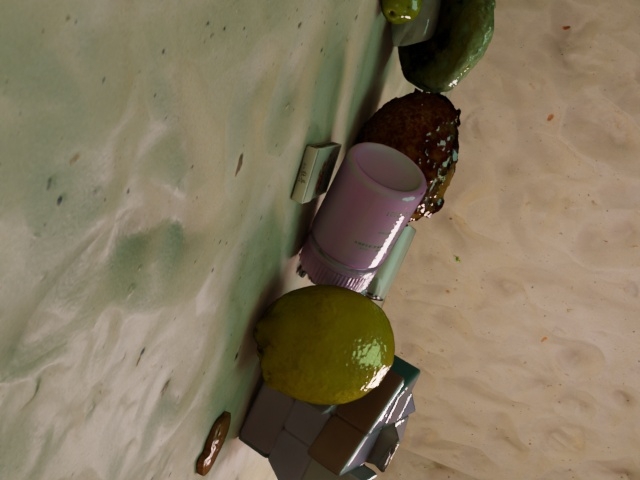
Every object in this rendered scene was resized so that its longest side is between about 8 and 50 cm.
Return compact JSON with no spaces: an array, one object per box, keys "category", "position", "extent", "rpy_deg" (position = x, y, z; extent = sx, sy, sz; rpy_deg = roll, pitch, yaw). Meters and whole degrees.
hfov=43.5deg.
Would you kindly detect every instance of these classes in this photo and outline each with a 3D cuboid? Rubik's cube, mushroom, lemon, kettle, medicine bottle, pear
[{"category":"Rubik's cube","position":[0.033,0.396,1.861],"extent":[0.387,0.358,0.367],"rpy_deg":[2,116,-65]},{"category":"mushroom","position":[0.219,-0.562,1.755],"extent":[0.118,0.103,0.270],"rpy_deg":[-45,145,-61]},{"category":"lemon","position":[0.005,0.209,1.618],"extent":[0.245,0.320,0.245],"rpy_deg":[-29,-126,52]},{"category":"kettle","position":[0.164,0.051,2.472],"extent":[0.255,0.165,0.240],"rpy_deg":[-69,-162,-2]},{"category":"medicine bottle","position":[0.084,-0.043,1.672],"extent":[0.290,0.178,0.178],"rpy_deg":[-64,175,38]},{"category":"pear","position":[0.169,-0.491,1.640],"extent":[0.092,0.092,0.096],"rpy_deg":[87,26,-65]}]

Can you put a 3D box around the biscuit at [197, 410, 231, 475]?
[{"category":"biscuit","position":[-0.207,0.400,1.580],"extent":[0.102,0.019,0.130],"rpy_deg":[90,22,-65]}]

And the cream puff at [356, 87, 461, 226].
[{"category":"cream puff","position":[0.195,-0.199,1.919],"extent":[0.350,0.229,0.350],"rpy_deg":[-172,-90,-80]}]

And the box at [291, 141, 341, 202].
[{"category":"box","position":[-0.005,-0.137,1.575],"extent":[0.198,0.029,0.109],"rpy_deg":[-35,143,-73]}]

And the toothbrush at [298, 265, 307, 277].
[{"category":"toothbrush","position":[0.004,0.015,1.910],"extent":[0.028,0.026,0.294],"rpy_deg":[-55,179,33]}]

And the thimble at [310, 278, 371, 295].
[{"category":"thimble","position":[0.056,0.089,1.983],"extent":[0.150,0.150,0.097],"rpy_deg":[47,67,-78]}]

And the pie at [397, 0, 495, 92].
[{"category":"pie","position":[0.276,-0.486,1.833],"extent":[0.071,0.323,0.323],"rpy_deg":[12,102,-35]}]
